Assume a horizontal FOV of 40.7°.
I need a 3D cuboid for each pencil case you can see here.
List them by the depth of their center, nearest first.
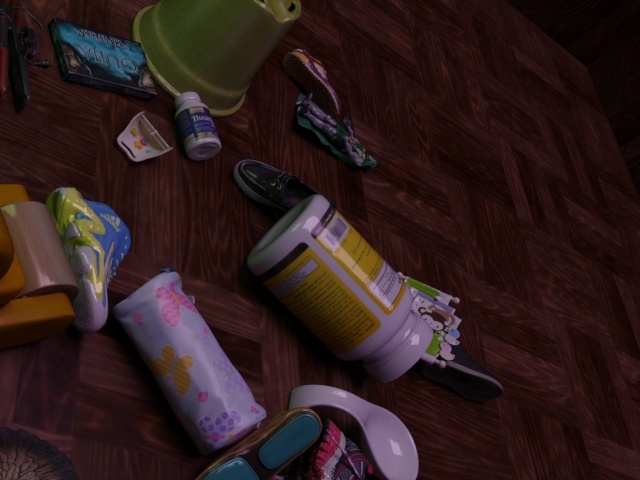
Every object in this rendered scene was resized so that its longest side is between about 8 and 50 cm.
[{"bbox_3d":[-0.192,0.179,1.269,0.273,0.113,0.124,57,14,7],"label":"pencil case"}]

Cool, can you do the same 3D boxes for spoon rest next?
[{"bbox_3d":[0.074,0.327,1.480,0.276,0.084,0.137,35,38,-24],"label":"spoon rest"}]

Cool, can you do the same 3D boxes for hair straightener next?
[{"bbox_3d":[-0.491,-0.301,1.411,0.089,0.047,0.230,19,42,-40],"label":"hair straightener"}]

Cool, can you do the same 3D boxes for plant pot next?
[{"bbox_3d":[-0.184,-0.426,1.692,0.276,0.254,0.276,30,41,-30],"label":"plant pot"}]

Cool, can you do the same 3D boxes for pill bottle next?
[{"bbox_3d":[0.042,0.093,1.556,0.334,0.188,0.188,46,34,-10],"label":"pill bottle"},{"bbox_3d":[-0.233,-0.215,1.611,0.067,0.067,0.120,5,57,-48],"label":"pill bottle"}]

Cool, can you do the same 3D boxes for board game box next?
[{"bbox_3d":[-0.391,-0.325,1.558,0.186,0.026,0.126,6,55,-48],"label":"board game box"}]

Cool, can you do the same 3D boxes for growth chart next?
[{"bbox_3d":[0.211,0.164,1.783,0.172,0.021,0.237,20,36,6],"label":"growth chart"}]

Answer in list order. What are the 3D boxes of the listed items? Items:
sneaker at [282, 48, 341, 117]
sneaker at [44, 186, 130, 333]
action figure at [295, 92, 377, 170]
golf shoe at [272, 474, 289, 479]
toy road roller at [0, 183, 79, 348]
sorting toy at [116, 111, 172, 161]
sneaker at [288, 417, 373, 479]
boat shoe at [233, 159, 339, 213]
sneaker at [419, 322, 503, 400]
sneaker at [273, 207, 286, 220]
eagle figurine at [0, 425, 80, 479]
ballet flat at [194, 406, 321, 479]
[{"bbox_3d":[-0.004,-0.374,2.024,0.185,0.069,0.084,53,39,-2],"label":"sneaker"},{"bbox_3d":[-0.322,0.026,1.269,0.126,0.091,0.240,10,52,-46],"label":"sneaker"},{"bbox_3d":[0.043,-0.237,1.971,0.232,0.063,0.137,39,33,-26],"label":"action figure"},{"bbox_3d":[-0.035,0.394,1.303,0.186,0.067,0.086,34,37,-26],"label":"golf shoe"},{"bbox_3d":[-0.422,0.005,1.033,0.329,0.240,0.202,-5,65,-52],"label":"toy road roller"},{"bbox_3d":[-0.315,-0.169,1.500,0.083,0.045,0.075,51,41,-3],"label":"sorting toy"},{"bbox_3d":[0.014,0.367,1.208,0.112,0.121,0.299,40,25,-6],"label":"sneaker"},{"bbox_3d":[-0.062,-0.093,1.640,0.228,0.076,0.080,36,59,7],"label":"boat shoe"},{"bbox_3d":[0.297,0.251,1.813,0.222,0.083,0.118,30,40,-29],"label":"sneaker"},{"bbox_3d":[0.000,0.000,1.705,0.237,0.086,0.085,39,63,-1],"label":"sneaker"},{"bbox_3d":[-0.339,0.322,0.904,0.225,0.226,0.298,-12,74,-32],"label":"eagle figurine"},{"bbox_3d":[-0.100,0.322,1.249,0.232,0.073,0.080,-31,101,-18],"label":"ballet flat"}]
